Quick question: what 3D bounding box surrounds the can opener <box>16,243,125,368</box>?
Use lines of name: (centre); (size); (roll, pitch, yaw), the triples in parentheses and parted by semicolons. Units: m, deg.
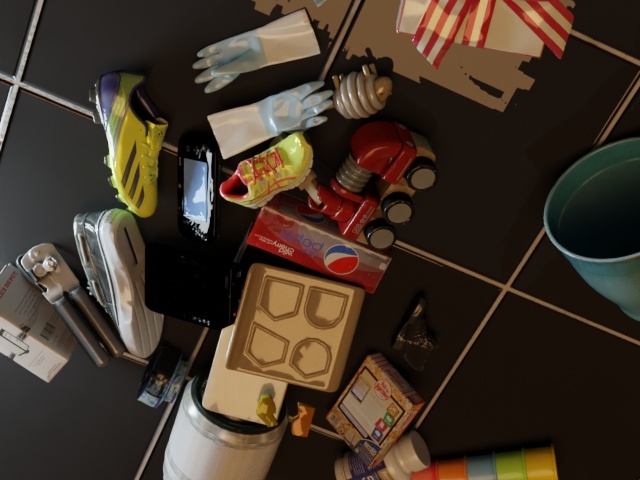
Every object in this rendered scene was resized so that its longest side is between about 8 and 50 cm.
can opener: (-0.494, 0.127, 1.961); (0.280, 0.074, 0.093); (53, 153, 0)

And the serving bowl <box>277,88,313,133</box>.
serving bowl: (-0.048, -0.234, 1.761); (0.083, 0.027, 0.083); (2, 122, 4)

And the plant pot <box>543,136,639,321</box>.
plant pot: (0.566, 0.002, 1.724); (0.272, 0.271, 0.255); (-25, 130, 18)

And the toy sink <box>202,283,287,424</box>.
toy sink: (-0.128, 0.221, 1.943); (0.153, 0.131, 0.234); (15, 99, -4)

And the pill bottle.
pill bottle: (0.135, 0.481, 2.114); (0.187, 0.112, 0.112); (-29, 114, 20)

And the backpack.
backpack: (-0.329, 0.292, 2.051); (0.084, 0.105, 0.114); (28, 124, -10)

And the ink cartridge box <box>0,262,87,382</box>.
ink cartridge box: (-0.585, 0.164, 1.974); (0.203, 0.148, 0.086); (37, 119, -15)

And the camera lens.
camera lens: (-0.200, 0.414, 2.043); (0.219, 0.219, 0.274); (18, 120, -5)

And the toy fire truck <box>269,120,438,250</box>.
toy fire truck: (0.049, -0.129, 1.750); (0.246, 0.158, 0.217); (19, 122, -24)

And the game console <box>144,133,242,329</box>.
game console: (-0.240, -0.019, 1.838); (0.213, 0.044, 0.361); (12, 107, 31)

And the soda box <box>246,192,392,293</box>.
soda box: (0.000, 0.000, 1.861); (0.263, 0.083, 0.092); (23, 119, -7)

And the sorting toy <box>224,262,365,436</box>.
sorting toy: (-0.061, 0.208, 1.859); (0.229, 0.041, 0.307); (13, 99, -11)

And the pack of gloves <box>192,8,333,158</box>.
pack of gloves: (-0.103, -0.267, 1.700); (0.232, 0.046, 0.195); (-18, 96, 14)

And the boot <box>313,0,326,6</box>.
boot: (-0.063, -0.468, 1.609); (0.190, 0.076, 0.208); (-31, 120, 23)

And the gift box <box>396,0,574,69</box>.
gift box: (0.252, -0.410, 1.498); (0.255, 0.258, 0.276); (6, 120, 2)

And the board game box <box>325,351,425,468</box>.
board game box: (0.109, 0.350, 2.029); (0.147, 0.045, 0.193); (48, 123, 27)

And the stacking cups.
stacking cups: (0.347, 0.492, 2.119); (0.316, 0.096, 0.096); (-6, 120, 12)

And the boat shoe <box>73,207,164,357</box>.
boat shoe: (-0.396, 0.079, 1.941); (0.119, 0.121, 0.335); (7, 122, 24)

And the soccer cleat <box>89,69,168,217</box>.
soccer cleat: (-0.328, -0.170, 1.788); (0.121, 0.093, 0.289); (-7, 119, 7)

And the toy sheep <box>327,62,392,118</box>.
toy sheep: (0.065, -0.254, 1.709); (0.132, 0.091, 0.091); (-15, 119, 29)

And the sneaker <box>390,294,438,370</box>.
sneaker: (0.201, 0.186, 1.973); (0.089, 0.051, 0.170); (21, 125, -7)

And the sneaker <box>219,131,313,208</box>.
sneaker: (-0.096, -0.119, 1.719); (0.094, 0.081, 0.208); (3, 146, -47)
